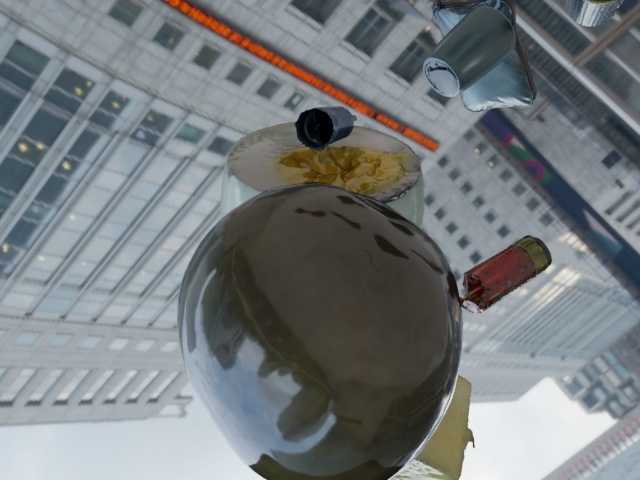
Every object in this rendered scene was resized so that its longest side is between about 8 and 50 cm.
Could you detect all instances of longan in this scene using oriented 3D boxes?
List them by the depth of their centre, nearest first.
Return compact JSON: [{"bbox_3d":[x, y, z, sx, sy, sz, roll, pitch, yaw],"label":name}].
[{"bbox_3d":[0.004,0.098,0.772,0.319,0.319,0.319,37,-159,-17],"label":"longan"}]

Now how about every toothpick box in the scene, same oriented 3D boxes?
[{"bbox_3d":[0.298,-0.378,1.489,0.120,0.184,0.120,39,159,18],"label":"toothpick box"}]

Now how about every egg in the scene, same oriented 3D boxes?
[{"bbox_3d":[0.000,0.000,1.313,0.354,0.340,0.354,2,-149,-1],"label":"egg"}]

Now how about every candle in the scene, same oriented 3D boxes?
[{"bbox_3d":[0.210,0.043,0.868,0.052,0.131,0.052,47,155,30],"label":"candle"}]

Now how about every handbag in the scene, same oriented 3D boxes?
[{"bbox_3d":[0.392,-0.442,1.747,0.332,0.192,0.075,58,-135,-39],"label":"handbag"}]

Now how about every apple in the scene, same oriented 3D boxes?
[{"bbox_3d":[0.120,0.374,1.394,0.314,0.309,0.252,-19,-98,-38],"label":"apple"}]

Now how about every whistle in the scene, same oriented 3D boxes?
[{"bbox_3d":[0.016,-0.185,1.181,0.062,0.062,0.304,43,-166,-1],"label":"whistle"}]

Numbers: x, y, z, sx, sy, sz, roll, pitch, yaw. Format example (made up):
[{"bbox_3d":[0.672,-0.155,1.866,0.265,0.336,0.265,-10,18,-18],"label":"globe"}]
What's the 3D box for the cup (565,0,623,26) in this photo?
[{"bbox_3d":[0.559,-0.518,1.450,0.131,0.176,0.155,39,-177,13],"label":"cup"}]
